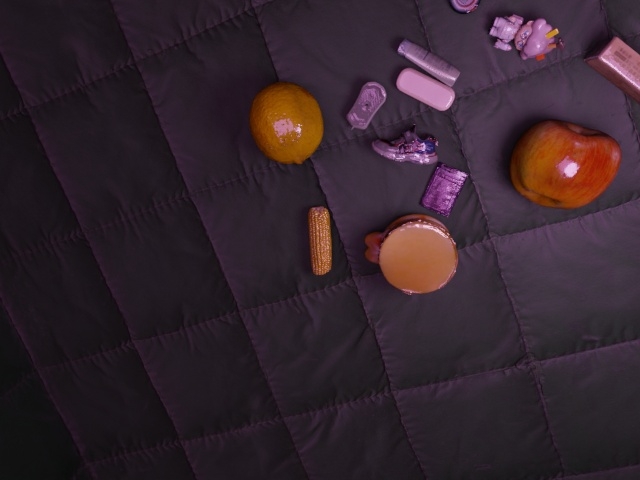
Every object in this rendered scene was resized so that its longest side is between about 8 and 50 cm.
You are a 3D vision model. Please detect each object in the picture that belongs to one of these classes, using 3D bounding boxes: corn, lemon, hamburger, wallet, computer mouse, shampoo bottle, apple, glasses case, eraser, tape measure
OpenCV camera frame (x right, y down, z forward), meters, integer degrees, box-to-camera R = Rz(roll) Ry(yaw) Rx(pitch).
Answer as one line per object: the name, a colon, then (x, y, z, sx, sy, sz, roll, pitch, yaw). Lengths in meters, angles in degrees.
corn: (0.000, 0.000, 1.992, 0.081, 0.081, 0.248, -1, 104, 11)
lemon: (-0.113, -0.387, 1.819, 0.268, 0.267, 0.267, 3, 106, 10)
hamburger: (0.306, 0.041, 1.888, 0.303, 0.186, 0.260, -11, 104, 4)
wallet: (0.423, -0.173, 1.887, 0.111, 0.030, 0.165, 23, 109, 3)
computer mouse: (0.153, -0.448, 1.851, 0.089, 0.056, 0.181, 34, 117, 2)
shampoo bottle: (0.348, -0.575, 1.777, 0.213, 0.049, 0.072, 33, 68, 3)
apple: (0.731, -0.221, 1.686, 0.302, 0.301, 0.301, 3, 106, 10)
glasses case: (0.343, -0.495, 1.804, 0.197, 0.050, 0.083, 29, 111, 2)
eraser: (0.962, -0.469, 1.643, 0.343, 0.144, 0.078, 37, 107, -2)
tape measure: (0.453, -0.738, 1.657, 0.104, 0.179, 0.107, 30, 108, -15)

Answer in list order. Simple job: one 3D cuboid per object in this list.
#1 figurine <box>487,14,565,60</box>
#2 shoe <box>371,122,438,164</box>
figurine: (0.630, -0.623, 1.686, 0.229, 0.112, 0.137, 23, 136, 11)
shoe: (0.287, -0.327, 1.832, 0.228, 0.099, 0.125, 11, 115, 3)
